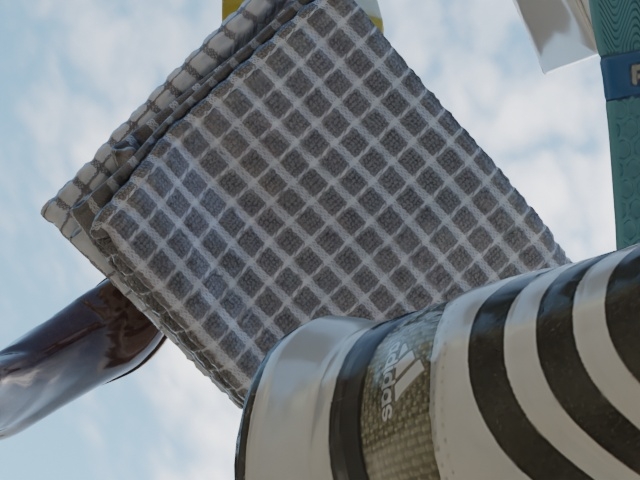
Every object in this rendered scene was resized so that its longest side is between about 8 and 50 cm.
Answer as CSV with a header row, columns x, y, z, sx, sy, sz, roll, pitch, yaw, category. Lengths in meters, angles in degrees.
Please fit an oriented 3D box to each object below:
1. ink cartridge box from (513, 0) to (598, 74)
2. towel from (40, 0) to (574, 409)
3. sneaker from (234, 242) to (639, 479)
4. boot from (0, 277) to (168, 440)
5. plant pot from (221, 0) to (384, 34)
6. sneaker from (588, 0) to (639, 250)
x,y,z,sx,sy,sz,roll,pitch,yaw,category
0.278,-0.279,1.325,0.198,0.270,0.197,-170,-124,-85,ink cartridge box
0.000,0.000,1.076,0.283,0.235,0.121,48,-5,-19,towel
0.211,0.128,0.577,0.447,0.169,0.257,30,-37,-36,sneaker
-0.245,0.111,1.539,0.248,0.207,0.090,-38,-95,15,boot
-0.021,-0.206,1.996,0.212,0.187,0.212,-93,-176,-71,plant pot
0.243,-0.086,0.823,0.127,0.208,0.319,7,-81,52,sneaker
